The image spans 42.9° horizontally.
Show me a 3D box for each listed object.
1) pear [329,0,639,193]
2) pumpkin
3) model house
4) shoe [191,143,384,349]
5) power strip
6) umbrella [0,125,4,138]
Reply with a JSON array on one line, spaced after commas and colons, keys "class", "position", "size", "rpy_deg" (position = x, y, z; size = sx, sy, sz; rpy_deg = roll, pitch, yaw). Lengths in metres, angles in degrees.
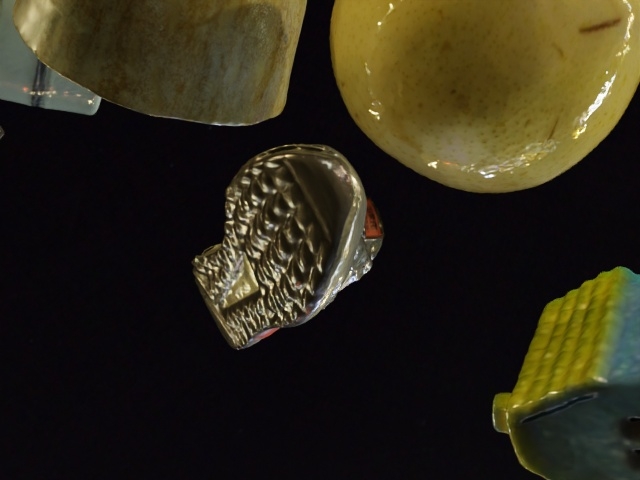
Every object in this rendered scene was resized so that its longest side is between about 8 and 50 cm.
[{"class": "pear", "position": [0.166, -0.199, 0.791], "size": [0.309, 0.309, 0.309], "rpy_deg": [5, -60, 9]}, {"class": "pumpkin", "position": [-0.158, -0.293, 0.932], "size": [0.332, 0.332, 0.199], "rpy_deg": [27, -62, -4]}, {"class": "model house", "position": [0.363, 0.167, 0.942], "size": [0.303, 0.237, 0.215], "rpy_deg": [0, -59, 29]}, {"class": "shoe", "position": [0.000, 0.000, 0.759], "size": [0.132, 0.171, 0.336], "rpy_deg": [62, -27, 9]}, {"class": "power strip", "position": [-0.402, -0.375, 1.250], "size": [0.162, 0.357, 0.357], "rpy_deg": [8, -56, -20]}, {"class": "umbrella", "position": [-0.589, -0.220, 1.315], "size": [0.066, 0.059, 0.235], "rpy_deg": [8, -16, 6]}]
